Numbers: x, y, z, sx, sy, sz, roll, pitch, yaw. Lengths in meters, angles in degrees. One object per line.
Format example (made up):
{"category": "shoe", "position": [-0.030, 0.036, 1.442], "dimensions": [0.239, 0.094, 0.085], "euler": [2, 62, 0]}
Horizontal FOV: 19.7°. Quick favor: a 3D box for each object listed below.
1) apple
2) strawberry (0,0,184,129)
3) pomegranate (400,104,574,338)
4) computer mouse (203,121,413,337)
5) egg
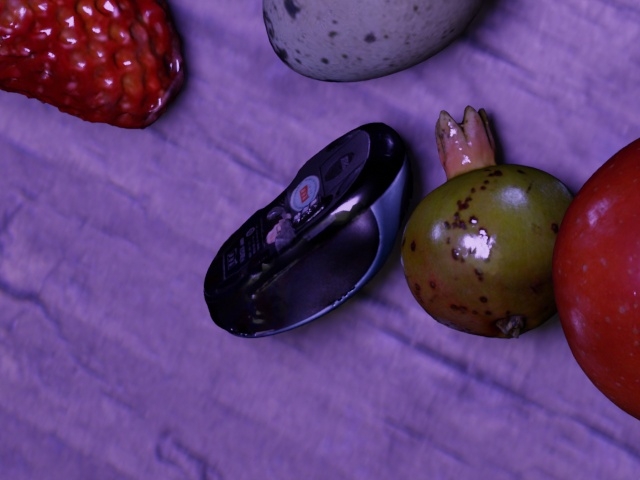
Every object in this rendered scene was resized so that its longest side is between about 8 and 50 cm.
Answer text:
{"category": "apple", "position": [0.319, 0.029, 1.460], "dimensions": [0.216, 0.260, 0.260], "euler": [23, 112, 50]}
{"category": "strawberry", "position": [-0.225, -0.197, 1.619], "dimensions": [0.244, 0.205, 0.205], "euler": [41, 111, -11]}
{"category": "pomegranate", "position": [0.141, -0.013, 1.570], "dimensions": [0.159, 0.159, 0.205], "euler": [-19, 75, 20]}
{"category": "computer mouse", "position": [0.000, 0.000, 1.620], "dimensions": [0.233, 0.137, 0.096], "euler": [-41, 107, 19]}
{"category": "egg", "position": [0.042, -0.221, 1.532], "dimensions": [0.177, 0.177, 0.228], "euler": [47, 123, 3]}
